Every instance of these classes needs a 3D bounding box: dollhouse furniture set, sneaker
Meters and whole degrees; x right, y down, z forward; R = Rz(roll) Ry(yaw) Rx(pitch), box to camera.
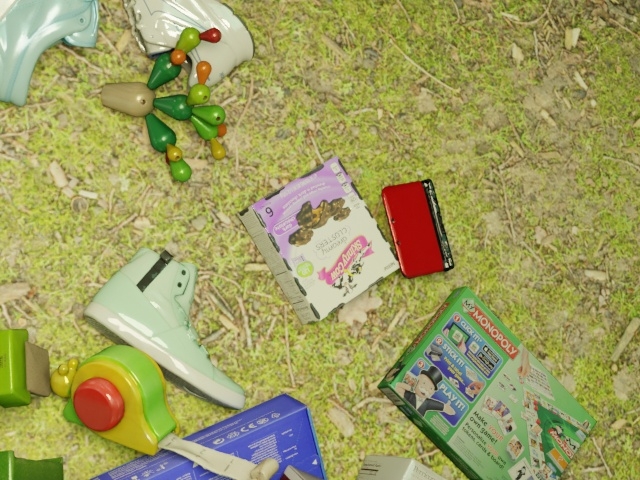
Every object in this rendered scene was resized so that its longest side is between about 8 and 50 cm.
[{"bbox_3d":[-0.492,0.224,1.247,0.302,0.151,0.197,-8,75,5],"label":"dollhouse furniture set"},{"bbox_3d":[-0.232,-0.341,1.452,0.297,0.111,0.129,44,75,-7],"label":"sneaker"},{"bbox_3d":[-0.344,-0.341,1.371,0.150,0.135,0.366,39,91,-20],"label":"sneaker"},{"bbox_3d":[-0.178,0.116,1.387,0.256,0.094,0.151,39,68,-12],"label":"sneaker"}]

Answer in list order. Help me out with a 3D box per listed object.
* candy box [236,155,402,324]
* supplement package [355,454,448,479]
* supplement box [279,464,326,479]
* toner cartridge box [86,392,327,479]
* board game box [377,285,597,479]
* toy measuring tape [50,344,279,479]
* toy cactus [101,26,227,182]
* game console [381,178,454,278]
[{"bbox_3d":[0.000,0.000,1.499,0.165,0.070,0.196,-32,94,-25],"label":"candy box"},{"bbox_3d":[0.130,0.439,1.426,0.194,0.149,0.203,32,70,-14],"label":"supplement package"},{"bbox_3d":[-0.044,0.431,1.333,0.130,0.073,0.239,32,89,-37],"label":"supplement box"},{"bbox_3d":[-0.161,0.347,1.336,0.348,0.075,0.165,-20,108,-25],"label":"toner cartridge box"},{"bbox_3d":[0.266,0.257,1.578,0.317,0.046,0.213,46,65,-9],"label":"board game box"},{"bbox_3d":[-0.203,0.208,1.276,0.330,0.121,0.121,15,70,21],"label":"toy measuring tape"},{"bbox_3d":[-0.215,-0.198,1.421,0.181,0.112,0.218,10,116,12],"label":"toy cactus"},{"bbox_3d":[0.148,-0.015,1.559,0.085,0.124,0.143,-14,85,1],"label":"game console"}]
